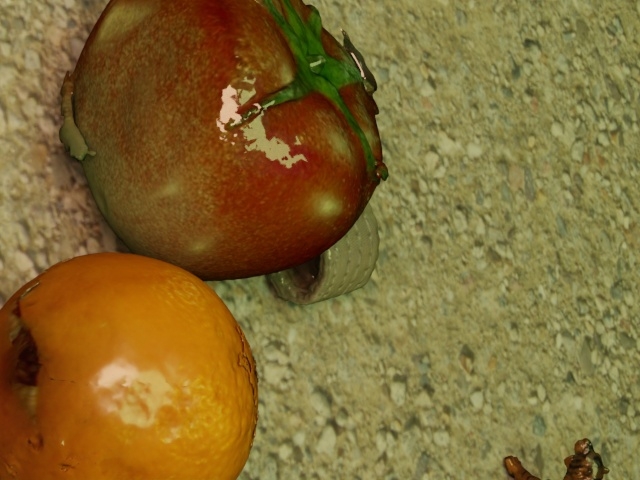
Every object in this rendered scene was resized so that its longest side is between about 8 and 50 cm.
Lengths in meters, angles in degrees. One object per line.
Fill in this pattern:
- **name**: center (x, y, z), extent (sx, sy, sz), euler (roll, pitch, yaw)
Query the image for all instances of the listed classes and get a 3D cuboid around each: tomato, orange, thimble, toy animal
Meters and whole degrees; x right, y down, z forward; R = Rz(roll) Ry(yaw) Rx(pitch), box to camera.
- **tomato**: center (-0.092, -0.106, 1.555), extent (0.303, 0.239, 0.303), euler (47, 25, -30)
- **orange**: center (-0.174, 0.130, 1.447), extent (0.246, 0.246, 0.246), euler (10, 75, -41)
- **thimble**: center (0.000, 0.000, 1.729), extent (0.090, 0.102, 0.115), euler (-21, 125, -43)
- **toy animal**: center (0.199, 0.308, 1.842), extent (0.255, 0.116, 0.114), euler (-22, 95, -43)
